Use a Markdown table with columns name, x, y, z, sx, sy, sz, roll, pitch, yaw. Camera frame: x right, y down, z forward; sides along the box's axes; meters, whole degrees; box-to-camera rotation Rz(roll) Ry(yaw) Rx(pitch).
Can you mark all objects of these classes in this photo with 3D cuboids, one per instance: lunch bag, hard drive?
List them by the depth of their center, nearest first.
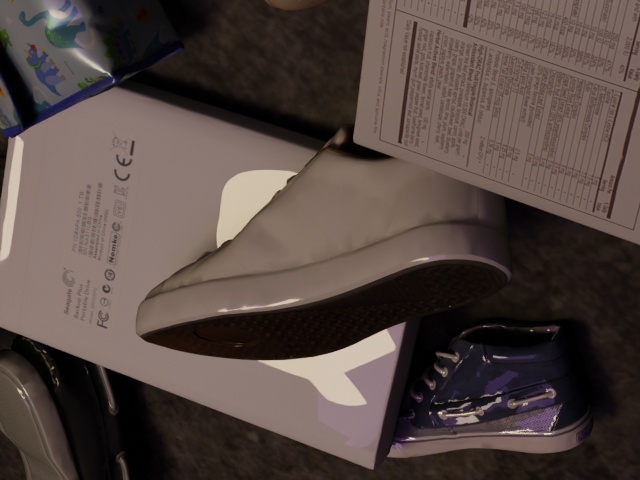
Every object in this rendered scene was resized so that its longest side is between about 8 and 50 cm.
| name | x | y | z | sx | sy | sz | roll | pitch | yaw |
| --- | --- | --- | --- | --- | --- | --- | --- | --- | --- |
| lunch bag | -0.190 | -0.147 | 1.132 | 0.151 | 0.096 | 0.128 | -19 | 100 | 41 |
| hard drive | -0.081 | 0.011 | 1.196 | 0.319 | 0.040 | 0.210 | 19 | 112 | 18 |

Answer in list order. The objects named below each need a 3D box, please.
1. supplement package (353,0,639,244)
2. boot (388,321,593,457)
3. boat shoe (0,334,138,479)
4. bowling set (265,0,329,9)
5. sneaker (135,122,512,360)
| name | x | y | z | sx | sy | sz | roll | pitch | yaw |
| --- | --- | --- | --- | --- | --- | --- | --- | --- | --- |
| supplement package | 0.182 | -0.131 | 0.847 | 0.263 | 0.199 | 0.198 | 21 | 134 | 16 |
| boot | 0.094 | 0.100 | 1.197 | 0.190 | 0.069 | 0.086 | -5 | 115 | 25 |
| boat shoe | -0.196 | 0.197 | 1.431 | 0.114 | 0.091 | 0.302 | 30 | 141 | 36 |
| bowling set | -0.004 | -0.289 | 0.902 | 0.200 | 0.154 | 0.287 | 43 | 140 | 22 |
| sneaker | 0.000 | 0.000 | 1.096 | 0.290 | 0.123 | 0.106 | -17 | 152 | 35 |
